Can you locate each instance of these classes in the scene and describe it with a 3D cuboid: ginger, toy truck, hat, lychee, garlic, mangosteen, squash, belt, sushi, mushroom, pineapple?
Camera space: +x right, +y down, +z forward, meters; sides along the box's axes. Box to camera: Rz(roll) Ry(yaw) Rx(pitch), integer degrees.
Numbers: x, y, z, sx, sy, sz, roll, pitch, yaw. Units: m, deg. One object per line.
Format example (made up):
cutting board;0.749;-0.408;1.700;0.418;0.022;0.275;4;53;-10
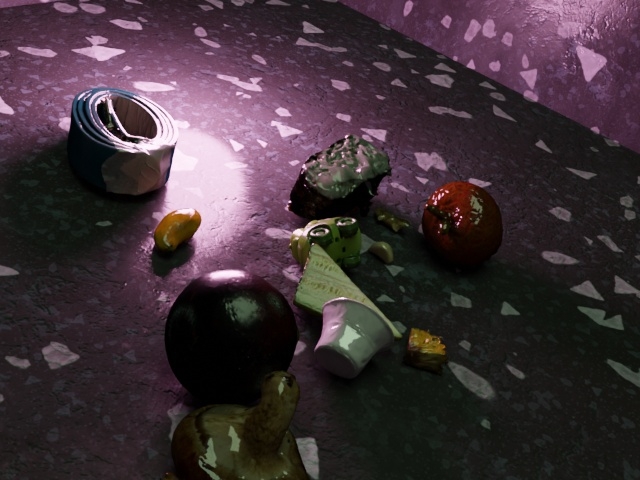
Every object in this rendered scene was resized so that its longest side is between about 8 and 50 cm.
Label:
ginger;0.219;-0.063;2.380;0.137;0.044;0.057;31;66;29
toy truck;-0.002;0.009;2.108;0.210;0.148;0.187;15;31;36
hat;0.062;0.240;1.785;0.203;0.203;0.126;27;51;14
lychee;0.421;-0.053;2.275;0.255;0.255;0.300;45;11;35
garlic;0.181;0.032;2.221;0.083;0.053;0.041;42;27;26
mangosteen;-0.173;0.206;1.622;0.300;0.300;0.300;11;35;-8
squash;0.080;0.150;1.956;0.289;0.111;0.203;16;54;4
belt;-0.583;-0.301;2.253;0.300;0.173;0.436;0;38;-27
sushi;0.068;-0.165;2.326;0.348;0.207;0.234;-28;66;-40
mushroom;-0.153;0.393;1.433;0.267;0.254;0.267;-6;23;3
pineapple;0.250;0.276;1.905;0.116;0.069;0.137;-14;35;-29

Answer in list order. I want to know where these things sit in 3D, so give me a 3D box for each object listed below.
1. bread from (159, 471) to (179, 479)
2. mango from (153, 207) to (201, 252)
bread;-0.262;0.462;1.399;0.084;0.080;0.109;23;37;3
mango;-0.386;-0.030;2.047;0.098;0.075;0.190;19;41;14
